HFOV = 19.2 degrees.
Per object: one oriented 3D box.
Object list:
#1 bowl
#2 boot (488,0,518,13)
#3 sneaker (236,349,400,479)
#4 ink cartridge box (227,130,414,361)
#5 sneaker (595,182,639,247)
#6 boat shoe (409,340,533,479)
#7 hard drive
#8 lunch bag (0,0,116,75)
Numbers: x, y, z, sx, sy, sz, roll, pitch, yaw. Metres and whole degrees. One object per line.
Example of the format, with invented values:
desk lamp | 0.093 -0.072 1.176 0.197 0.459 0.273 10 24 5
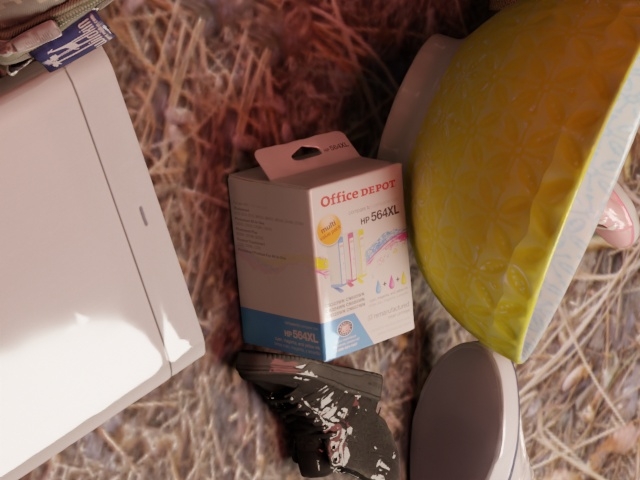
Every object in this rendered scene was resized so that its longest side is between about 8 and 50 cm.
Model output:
bowl | 0.135 -0.072 1.387 0.289 0.156 0.289 -61 167 -25
boot | 0.249 -0.246 1.524 0.262 0.095 0.203 9 90 -39
sneaker | -0.001 0.134 1.394 0.170 0.051 0.089 15 82 -46
ink cartridge box | 0.000 0.000 1.345 0.092 0.090 0.143 -18 110 -39
sneaker | 0.211 -0.033 1.561 0.070 0.051 0.134 -46 121 -25
boat shoe | 0.126 0.198 1.505 0.084 0.095 0.258 -10 115 -45
hard drive | -0.241 0.054 1.164 0.353 0.047 0.233 -33 118 -33
lunch bag | -0.175 -0.279 1.070 0.256 0.212 0.305 -41 123 -10
